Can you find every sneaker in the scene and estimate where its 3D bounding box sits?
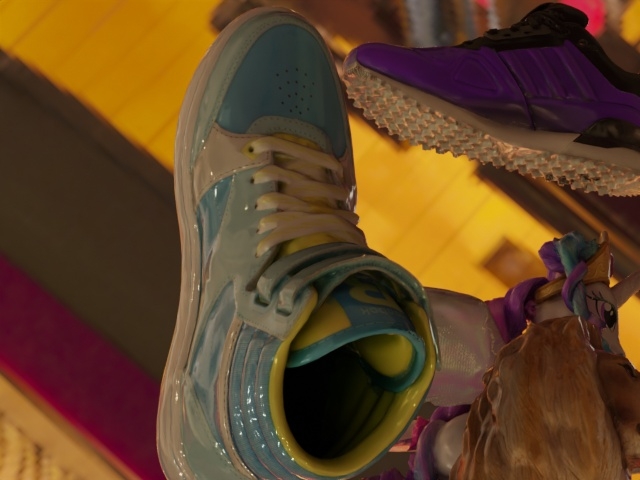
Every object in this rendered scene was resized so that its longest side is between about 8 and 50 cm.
[{"bbox_3d":[0.000,0.000,1.087,0.127,0.319,0.208,7,168,-26],"label":"sneaker"},{"bbox_3d":[0.165,-0.143,1.618,0.293,0.146,0.102,17,167,-12],"label":"sneaker"}]

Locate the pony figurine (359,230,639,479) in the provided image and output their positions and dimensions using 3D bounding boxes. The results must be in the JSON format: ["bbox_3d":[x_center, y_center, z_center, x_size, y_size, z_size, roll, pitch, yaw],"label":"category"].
[{"bbox_3d":[0.136,0.169,1.496,0.303,0.351,0.363,96,166,-63],"label":"pony figurine"}]

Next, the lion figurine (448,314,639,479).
[{"bbox_3d":[0.141,0.232,1.222,0.392,0.142,0.240,102,164,-57],"label":"lion figurine"}]
